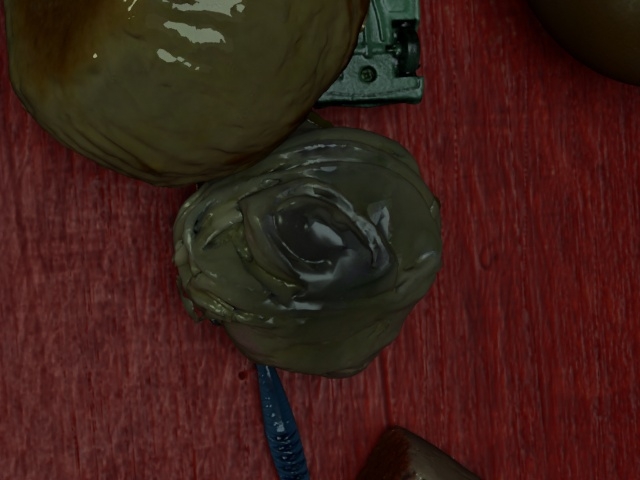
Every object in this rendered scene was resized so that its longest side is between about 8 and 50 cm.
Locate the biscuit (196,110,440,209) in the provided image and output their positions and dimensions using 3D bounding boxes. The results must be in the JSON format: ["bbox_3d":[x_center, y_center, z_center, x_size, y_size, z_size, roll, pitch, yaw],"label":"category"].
[{"bbox_3d":[-0.003,-0.045,1.665,0.254,0.029,0.172,33,83,-10],"label":"biscuit"}]

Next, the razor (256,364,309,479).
[{"bbox_3d":[-0.060,0.158,1.644,0.082,0.042,0.253,-16,94,-14],"label":"razor"}]

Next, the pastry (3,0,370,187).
[{"bbox_3d":[-0.128,-0.241,1.474,0.313,0.388,0.388,11,87,-38],"label":"pastry"}]

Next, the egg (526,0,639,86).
[{"bbox_3d":[0.348,-0.335,1.619,0.282,0.282,0.351,-37,90,-11],"label":"egg"}]

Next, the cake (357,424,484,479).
[{"bbox_3d":[0.083,0.336,1.672,0.158,0.159,0.262,38,116,-11],"label":"cake"}]

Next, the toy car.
[{"bbox_3d":[0.041,-0.306,1.641,0.141,0.097,0.320,-4,89,-14],"label":"toy car"}]

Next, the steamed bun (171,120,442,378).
[{"bbox_3d":[0.000,0.000,1.541,0.268,0.207,0.280,38,76,-12],"label":"steamed bun"}]
